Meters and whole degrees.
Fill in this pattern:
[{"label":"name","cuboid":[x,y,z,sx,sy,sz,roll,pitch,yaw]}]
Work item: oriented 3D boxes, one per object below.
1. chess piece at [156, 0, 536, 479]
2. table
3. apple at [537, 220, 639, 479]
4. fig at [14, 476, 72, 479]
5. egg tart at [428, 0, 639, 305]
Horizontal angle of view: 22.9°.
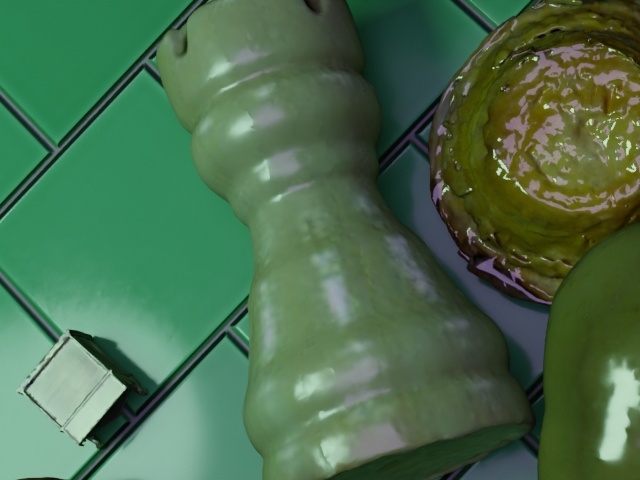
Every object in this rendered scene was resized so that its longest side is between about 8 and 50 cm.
[{"label":"chess piece","cuboid":[0.000,0.000,1.376,0.234,0.234,0.442,-23,73,9]},{"label":"table","cuboid":[-0.221,0.141,1.477,0.083,0.062,0.079,40,91,16]},{"label":"apple","cuboid":[0.358,0.160,1.281,0.360,0.320,0.312,4,49,9]},{"label":"fig","cuboid":[-0.267,0.328,1.386,0.263,0.224,0.224,-16,77,8]},{"label":"egg tart","cuboid":[0.229,-0.086,1.382,0.295,0.116,0.295,-2,81,11]}]
